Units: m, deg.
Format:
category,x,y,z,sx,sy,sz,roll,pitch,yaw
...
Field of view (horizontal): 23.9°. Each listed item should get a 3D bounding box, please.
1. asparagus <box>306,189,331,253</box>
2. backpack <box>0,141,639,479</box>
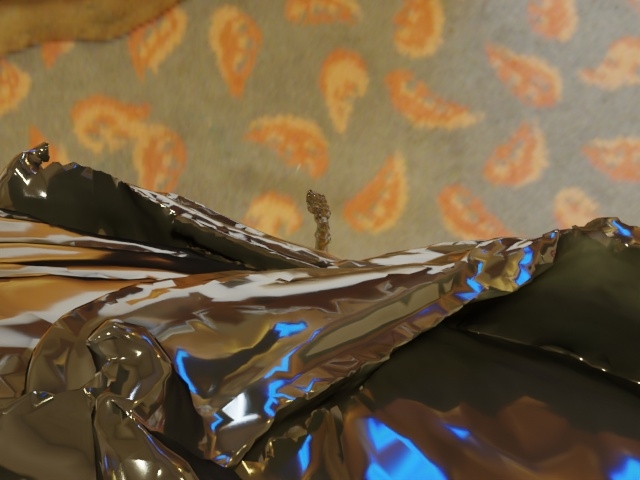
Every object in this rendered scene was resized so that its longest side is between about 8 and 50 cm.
category,x,y,z,sx,sy,sz,roll,pitch,yaw
asparagus,0.000,0.000,1.369,0.023,0.233,0.022,-9,69,-1
backpack,0.020,0.104,0.508,0.445,0.363,0.255,13,96,-19
